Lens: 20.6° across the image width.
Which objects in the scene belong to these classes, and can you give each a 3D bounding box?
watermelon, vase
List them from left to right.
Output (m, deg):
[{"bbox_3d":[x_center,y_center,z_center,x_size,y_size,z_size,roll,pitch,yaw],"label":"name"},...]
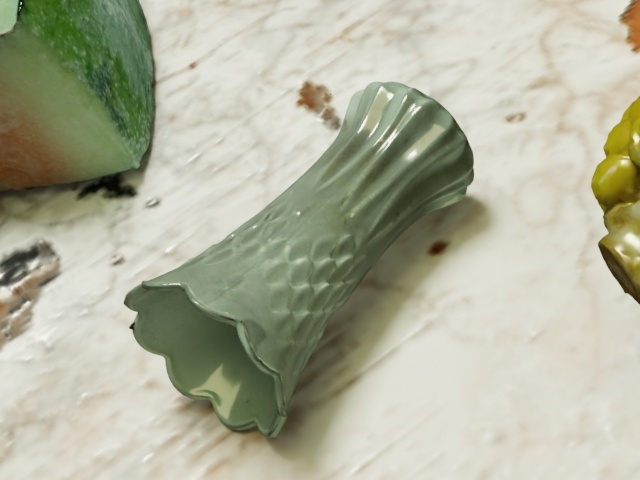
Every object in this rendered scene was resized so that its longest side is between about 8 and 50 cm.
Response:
[{"bbox_3d":[-0.220,-0.098,0.859,0.256,0.140,0.193,-21,49,16],"label":"watermelon"},{"bbox_3d":[0.000,0.000,0.705,0.081,0.081,0.149,23,56,36],"label":"vase"}]

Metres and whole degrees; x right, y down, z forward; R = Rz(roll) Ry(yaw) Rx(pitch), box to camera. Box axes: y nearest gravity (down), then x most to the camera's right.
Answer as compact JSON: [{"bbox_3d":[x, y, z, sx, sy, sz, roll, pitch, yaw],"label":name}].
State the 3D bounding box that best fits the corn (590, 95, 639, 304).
[{"bbox_3d":[0.256,-0.079,0.646,0.363,0.120,0.120,-33,46,-10],"label":"corn"}]
